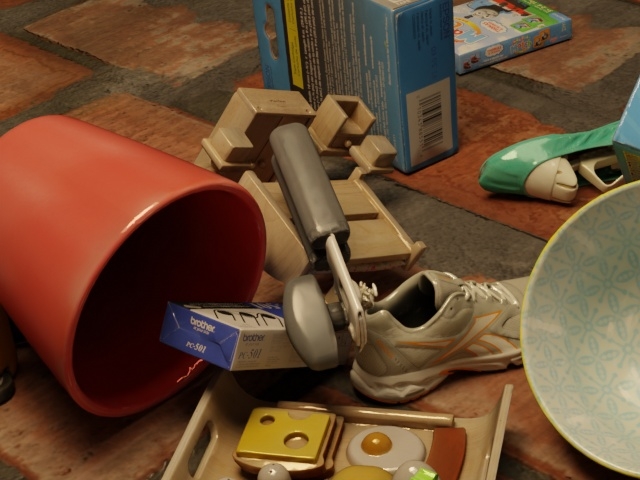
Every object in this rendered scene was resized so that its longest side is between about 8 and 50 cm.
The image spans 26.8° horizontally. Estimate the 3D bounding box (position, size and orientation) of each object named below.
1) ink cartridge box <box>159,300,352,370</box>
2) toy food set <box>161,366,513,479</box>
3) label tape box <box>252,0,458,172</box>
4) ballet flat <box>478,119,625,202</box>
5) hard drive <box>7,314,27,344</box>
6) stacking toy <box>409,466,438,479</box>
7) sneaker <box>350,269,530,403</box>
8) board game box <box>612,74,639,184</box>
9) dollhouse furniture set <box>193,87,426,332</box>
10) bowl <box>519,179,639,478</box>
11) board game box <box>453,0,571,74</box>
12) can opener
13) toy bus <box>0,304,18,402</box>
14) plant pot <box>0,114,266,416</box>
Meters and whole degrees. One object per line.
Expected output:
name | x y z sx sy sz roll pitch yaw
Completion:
ink cartridge box | -0.061 0.097 1.396 0.097 0.046 0.207 18 7 33
toy food set | 0.018 0.201 1.269 0.306 0.092 0.220 4 34 14
label tape box | 0.044 -0.268 1.862 0.106 0.241 0.333 -25 37 -27
ballet flat | 0.326 -0.094 1.701 0.247 0.083 0.087 -15 48 -11
hard drive | -0.417 0.048 1.604 0.338 0.064 0.237 -14 33 -11
stacking toy | 0.100 0.299 1.072 0.167 0.052 0.221 17 63 30
sneaker | 0.152 0.076 1.418 0.262 0.121 0.099 -20 36 -22
board game box | 0.467 -0.051 1.379 0.302 0.086 0.308 23 -4 19
dollhouse furniture set | 0.000 0.000 1.608 0.303 0.174 0.355 -4 48 -45
bowl | 0.355 0.093 1.297 0.289 0.290 0.156 19 -2 34
board game box | 0.263 -0.332 2.117 0.211 0.039 0.160 -21 36 -21
can opener | -0.010 -0.002 1.375 0.093 0.074 0.280 -10 54 -8
toy bus | -0.433 0.181 1.359 0.130 0.108 0.333 3 34 17
plant pot | -0.232 0.006 1.409 0.275 0.275 0.243 -31 51 -34
